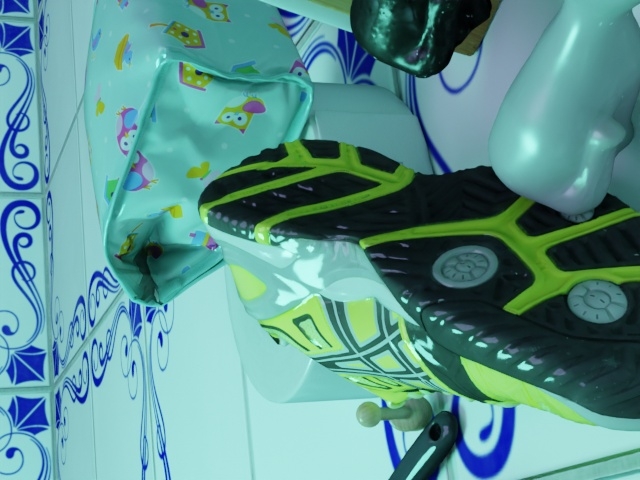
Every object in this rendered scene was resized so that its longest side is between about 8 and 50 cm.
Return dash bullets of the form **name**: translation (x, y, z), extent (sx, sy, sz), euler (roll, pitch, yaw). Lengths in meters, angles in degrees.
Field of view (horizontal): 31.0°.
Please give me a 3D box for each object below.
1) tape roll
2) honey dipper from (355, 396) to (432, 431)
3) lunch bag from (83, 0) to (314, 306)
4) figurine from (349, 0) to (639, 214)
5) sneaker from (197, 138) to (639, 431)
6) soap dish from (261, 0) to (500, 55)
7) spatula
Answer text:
- **tape roll**: translation (0.000, 0.000, 1.025), extent (0.286, 0.100, 0.286), euler (-179, 90, -69)
- **honey dipper**: translation (0.054, 0.127, 0.857), extent (0.160, 0.030, 0.031), euler (29, -125, -71)
- **lunch bag**: translation (-0.128, -0.101, 1.005), extent (0.262, 0.160, 0.223), euler (-66, 32, 35)
- **figurine**: translation (0.104, -0.148, 0.627), extent (0.215, 0.092, 0.209), euler (48, 159, 27)
- **sneaker**: translation (0.081, 0.039, 0.744), extent (0.384, 0.145, 0.147), euler (22, 139, 47)
- **soap dish**: translation (0.001, -0.272, 0.807), extent (0.118, 0.290, 0.229), euler (-34, 56, 43)
- **spatula**: translation (0.055, 0.238, 0.976), extent (0.296, 0.030, 0.084), euler (112, 149, -42)
